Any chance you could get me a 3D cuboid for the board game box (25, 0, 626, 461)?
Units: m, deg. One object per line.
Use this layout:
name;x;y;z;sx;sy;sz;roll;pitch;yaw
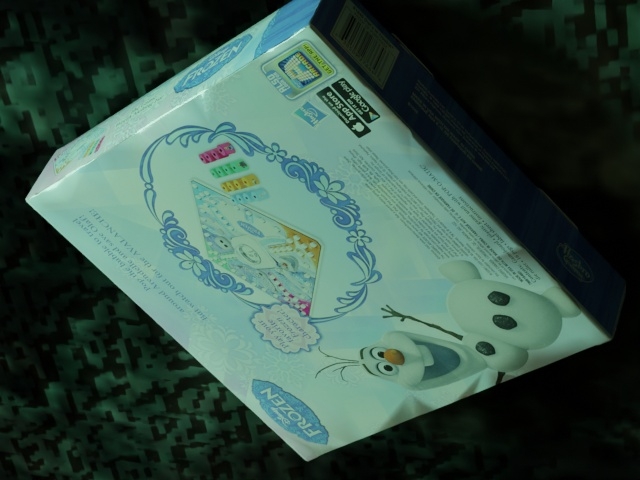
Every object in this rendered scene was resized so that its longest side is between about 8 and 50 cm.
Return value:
board game box;0.000;0.000;0.388;0.090;0.020;0.090;-27;117;39
